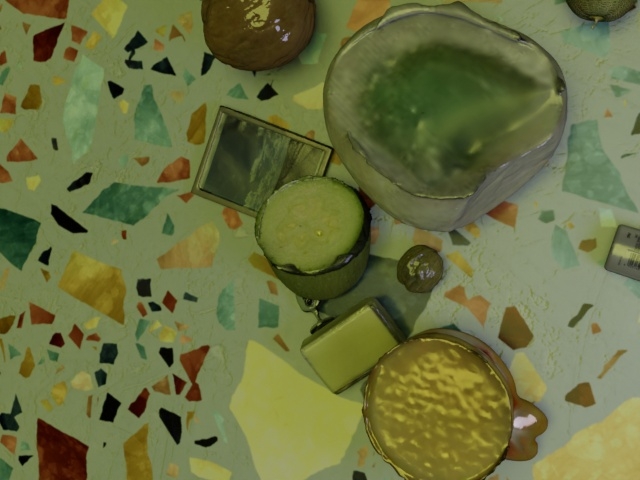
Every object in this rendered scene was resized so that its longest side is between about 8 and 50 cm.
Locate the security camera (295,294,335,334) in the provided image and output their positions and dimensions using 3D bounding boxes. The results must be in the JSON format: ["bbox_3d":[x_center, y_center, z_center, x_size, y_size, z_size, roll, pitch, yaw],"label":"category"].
[{"bbox_3d":[-0.015,0.128,1.786,0.058,0.058,0.092,-36,70,13],"label":"security camera"}]

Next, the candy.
[{"bbox_3d":[0.201,-0.228,1.652,0.427,0.186,0.386,39,91,17],"label":"candy"}]

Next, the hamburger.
[{"bbox_3d":[0.238,0.290,1.626,0.302,0.186,0.261,12,96,22],"label":"hamburger"}]

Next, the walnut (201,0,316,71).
[{"bbox_3d":[-0.120,-0.425,1.750,0.228,0.228,0.228,0,89,17],"label":"walnut"}]

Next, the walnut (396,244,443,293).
[{"bbox_3d":[0.183,0.052,1.708,0.092,0.092,0.092,0,89,17],"label":"walnut"}]

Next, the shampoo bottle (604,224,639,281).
[{"bbox_3d":[0.607,0.045,1.585,0.227,0.056,0.086,18,92,17],"label":"shampoo bottle"}]

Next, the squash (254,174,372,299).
[{"bbox_3d":[-0.007,-0.012,1.748,0.220,0.133,0.220,-3,68,8],"label":"squash"}]

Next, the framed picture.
[{"bbox_3d":[-0.116,-0.138,1.837,0.260,0.023,0.189,22,98,16],"label":"framed picture"}]

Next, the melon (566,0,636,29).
[{"bbox_3d":[0.482,-0.454,1.594,0.139,0.139,0.192,7,86,17],"label":"melon"}]

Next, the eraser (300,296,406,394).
[{"bbox_3d":[0.063,0.195,1.738,0.172,0.058,0.117,-35,100,14],"label":"eraser"}]
